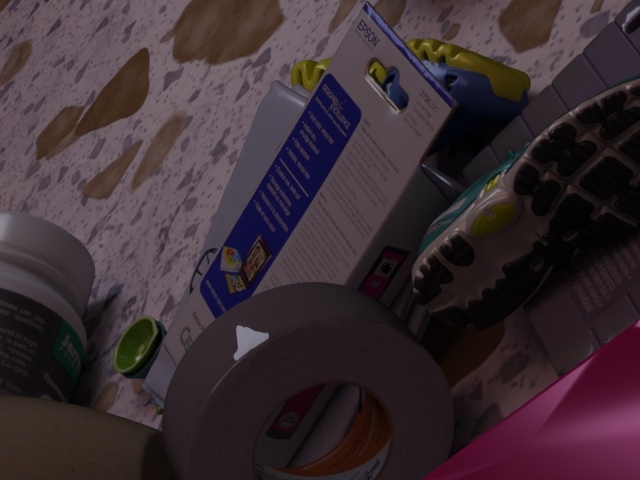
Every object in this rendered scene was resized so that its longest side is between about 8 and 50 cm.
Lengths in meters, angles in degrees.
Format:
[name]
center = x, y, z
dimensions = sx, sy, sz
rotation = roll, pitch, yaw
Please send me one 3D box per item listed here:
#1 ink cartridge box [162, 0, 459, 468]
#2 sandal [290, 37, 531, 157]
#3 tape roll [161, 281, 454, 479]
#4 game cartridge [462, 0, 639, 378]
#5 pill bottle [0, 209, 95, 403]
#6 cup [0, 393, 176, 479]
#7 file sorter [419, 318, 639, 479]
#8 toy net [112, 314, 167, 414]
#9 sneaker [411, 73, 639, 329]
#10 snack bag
[ink cartridge box]
center = 0.000, 0.000, 1.529
dimensions = 0.371, 0.069, 0.176
rotation = -60, 38, 21
[sandal]
center = 0.075, -0.102, 1.672
dimensions = 0.317, 0.126, 0.138
rotation = -7, 68, 59
[tape roll]
center = -0.009, 0.145, 1.411
dimensions = 0.219, 0.219, 0.072
rotation = -51, 30, 6
[game cartridge]
center = 0.240, -0.027, 1.388
dimensions = 0.230, 0.068, 0.355
rotation = -49, 29, 19
[pill bottle]
center = -0.371, 0.157, 1.963
dimensions = 0.204, 0.204, 0.361
rotation = -26, 40, 42
[cup]
center = -0.232, 0.270, 1.569
dimensions = 0.237, 0.331, 0.331
rotation = -15, 40, 12
[file sorter]
center = 0.197, 0.204, 1.072
dimensions = 0.291, 0.182, 0.202
rotation = -40, 31, 24
[toy net]
center = -0.118, 0.061, 1.849
dimensions = 0.232, 0.045, 0.122
rotation = -52, 28, 4
[sneaker]
center = 0.170, -0.047, 1.357
dimensions = 0.275, 0.107, 0.110
rotation = -36, 24, 30
[snack bag]
center = -0.020, 0.057, 1.617
dimensions = 0.323, 0.037, 0.342
rotation = 35, 104, 51
